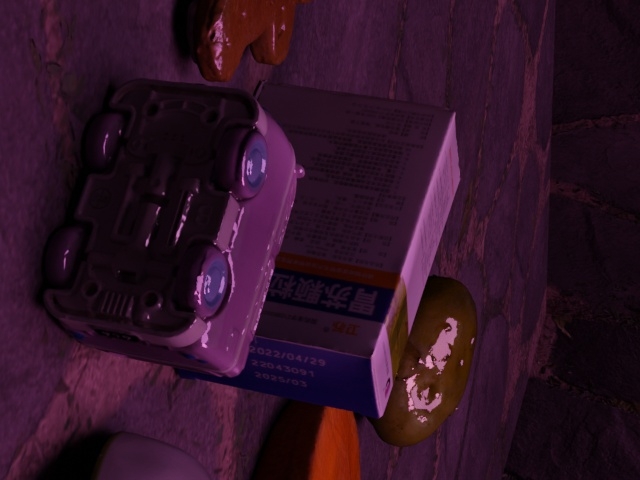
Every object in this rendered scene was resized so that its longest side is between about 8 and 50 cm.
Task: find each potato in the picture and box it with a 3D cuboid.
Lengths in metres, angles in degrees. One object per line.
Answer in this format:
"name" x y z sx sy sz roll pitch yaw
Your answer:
"potato" 0.136 0.169 1.885 0.186 0.148 0.253 47 61 -50

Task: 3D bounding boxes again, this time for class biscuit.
"biscuit" -0.054 -0.251 1.185 0.301 0.049 0.197 -48 149 -61

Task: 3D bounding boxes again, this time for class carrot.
"carrot" -0.017 0.317 1.568 0.258 0.100 0.307 79 19 -46

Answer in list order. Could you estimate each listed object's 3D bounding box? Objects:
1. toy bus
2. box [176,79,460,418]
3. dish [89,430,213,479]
"toy bus" -0.106 -0.009 0.990 0.142 0.142 0.202 52 51 -61
"box" 0.000 0.000 1.233 0.106 0.200 0.299 79 26 -52
"dish" -0.106 0.315 1.040 0.324 0.124 0.324 1 90 -87
